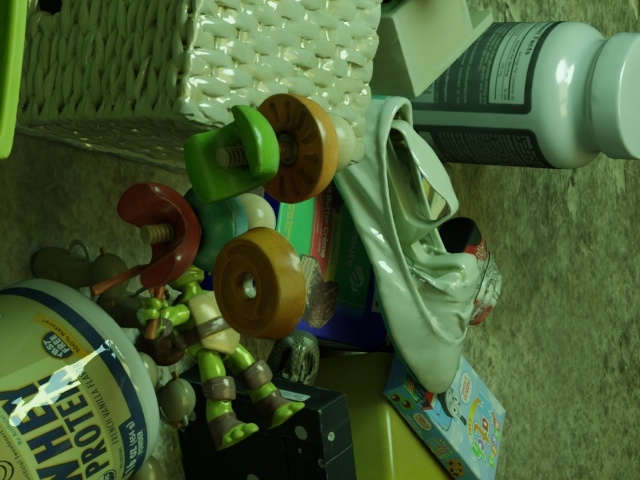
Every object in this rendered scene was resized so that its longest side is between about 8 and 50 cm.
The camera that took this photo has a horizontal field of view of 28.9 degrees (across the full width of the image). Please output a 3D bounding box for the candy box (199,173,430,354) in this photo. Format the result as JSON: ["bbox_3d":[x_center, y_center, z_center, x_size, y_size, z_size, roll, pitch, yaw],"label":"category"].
[{"bbox_3d":[0.000,0.000,1.629,0.317,0.122,0.268,18,79,-53],"label":"candy box"}]

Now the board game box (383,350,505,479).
[{"bbox_3d":[0.171,0.217,1.668,0.211,0.039,0.160,52,33,-23],"label":"board game box"}]

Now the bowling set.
[{"bbox_3d":[-0.191,0.122,1.373,0.200,0.154,0.287,-22,113,-49],"label":"bowling set"}]

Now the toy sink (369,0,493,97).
[{"bbox_3d":[0.111,-0.307,1.705,0.234,0.152,0.131,-45,128,-38],"label":"toy sink"}]

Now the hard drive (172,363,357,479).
[{"bbox_3d":[-0.056,0.328,1.512,0.064,0.237,0.339,-24,113,-48],"label":"hard drive"}]

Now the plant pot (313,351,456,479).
[{"bbox_3d":[0.064,0.255,1.700,0.212,0.212,0.187,14,70,-52],"label":"plant pot"}]

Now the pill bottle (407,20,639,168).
[{"bbox_3d":[0.297,-0.209,1.786,0.210,0.363,0.210,-12,105,-51],"label":"pill bottle"}]

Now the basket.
[{"bbox_3d":[-0.120,-0.246,1.324,0.331,0.266,0.328,11,85,-54],"label":"basket"}]

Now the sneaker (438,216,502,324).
[{"bbox_3d":[0.203,0.108,1.935,0.145,0.090,0.270,55,51,-38],"label":"sneaker"}]

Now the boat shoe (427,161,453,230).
[{"bbox_3d":[0.120,0.003,1.832,0.095,0.095,0.257,12,85,-18],"label":"boat shoe"}]

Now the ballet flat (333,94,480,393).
[{"bbox_3d":[0.119,0.005,1.526,0.139,0.139,0.400,-33,106,-45],"label":"ballet flat"}]

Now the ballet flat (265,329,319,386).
[{"bbox_3d":[-0.049,0.210,1.559,0.058,0.084,0.250,-89,-167,-46],"label":"ballet flat"}]

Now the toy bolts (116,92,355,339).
[{"bbox_3d":[-0.057,-0.011,1.176,0.158,0.228,0.218,-9,81,-44],"label":"toy bolts"}]

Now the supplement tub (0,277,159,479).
[{"bbox_3d":[-0.328,0.200,1.147,0.316,0.228,0.228,-38,124,-43],"label":"supplement tub"}]

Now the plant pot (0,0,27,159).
[{"bbox_3d":[-0.394,-0.190,1.020,0.227,0.207,0.228,5,91,-52],"label":"plant pot"}]

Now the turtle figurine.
[{"bbox_3d":[-0.120,0.104,1.287,0.269,0.087,0.217,-11,72,-56],"label":"turtle figurine"}]
